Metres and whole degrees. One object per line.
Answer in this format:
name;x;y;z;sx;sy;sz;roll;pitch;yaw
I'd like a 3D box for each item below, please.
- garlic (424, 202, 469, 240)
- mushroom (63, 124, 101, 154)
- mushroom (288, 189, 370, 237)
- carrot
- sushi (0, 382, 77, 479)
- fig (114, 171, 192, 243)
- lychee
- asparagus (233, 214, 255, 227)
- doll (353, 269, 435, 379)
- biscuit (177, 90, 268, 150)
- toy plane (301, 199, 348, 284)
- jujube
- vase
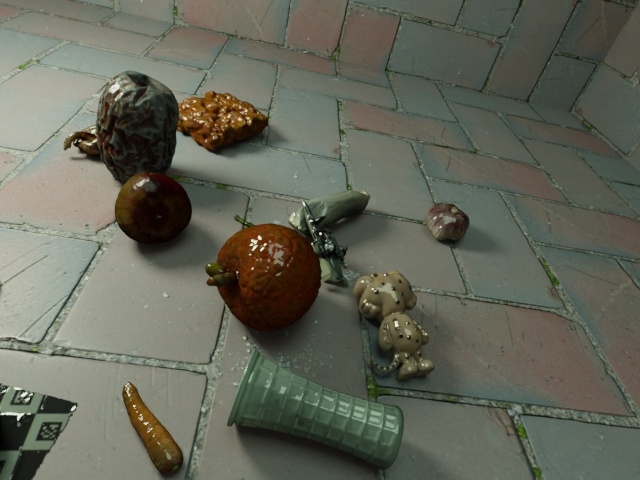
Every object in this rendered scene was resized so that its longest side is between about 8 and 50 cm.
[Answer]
garlic;0.423;-0.068;1.432;0.159;0.102;0.147;-18;47;-36
mushroom;-0.723;-0.313;1.365;0.135;0.080;0.170;28;39;36
mushroom;0.036;-0.091;1.322;0.351;0.109;0.097;-24;54;-40
carrot;-0.299;0.323;0.753;0.047;0.047;0.191;-23;48;-38
sushi;-0.605;0.319;0.629;0.339;0.069;0.320;15;38;0
fig;-0.471;-0.117;1.135;0.190;0.191;0.290;-25;54;-40
lychee;-0.123;0.081;0.957;0.299;0.255;0.255;-15;47;-37
asparagus;-0.201;-0.045;1.260;0.127;0.015;0.018;27;30;13
doll;0.173;0.192;1.029;0.154;0.119;0.278;3;49;-15
biscuit;-0.393;-0.468;1.644;0.318;0.111;0.312;32;42;20
toy plane;0.010;-0.005;1.153;0.192;0.088;0.262;20;51;-62
jujube;-0.528;-0.315;1.250;0.225;0.317;0.226;16;35;-11
vase;-0.006;0.316;0.793;0.298;0.143;0.143;20;38;0
